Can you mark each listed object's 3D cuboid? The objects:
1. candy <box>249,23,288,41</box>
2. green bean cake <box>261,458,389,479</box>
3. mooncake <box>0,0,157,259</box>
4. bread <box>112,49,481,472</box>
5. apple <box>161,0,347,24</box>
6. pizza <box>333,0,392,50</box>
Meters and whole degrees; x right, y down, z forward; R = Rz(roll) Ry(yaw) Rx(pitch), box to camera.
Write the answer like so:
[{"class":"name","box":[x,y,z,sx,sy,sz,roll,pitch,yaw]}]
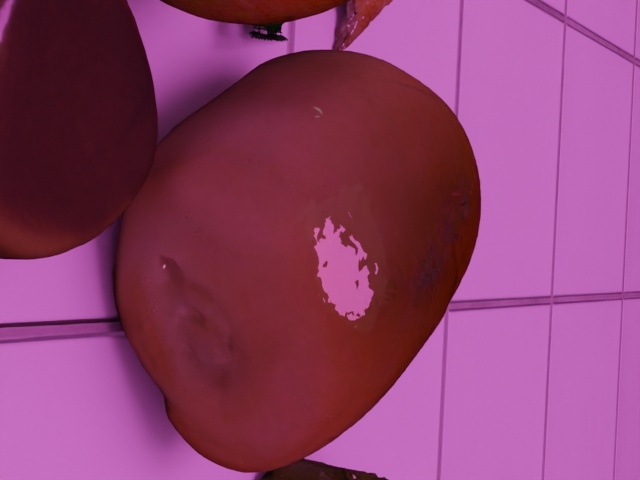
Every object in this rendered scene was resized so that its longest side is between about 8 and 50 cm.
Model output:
[{"class":"candy","box":[-0.041,-0.303,1.321,0.141,0.078,0.203,-8,103,-65]},{"class":"green bean cake","box":[0.007,0.354,1.433,0.200,0.113,0.214,28,67,-59]},{"class":"mooncake","box":[-0.218,-0.100,0.953,0.235,0.117,0.235,4,90,-65]},{"class":"bread","box":[0.000,0.000,1.243,0.376,0.253,0.348,-45,127,-55]},{"class":"apple","box":[-0.047,-0.346,1.040,0.339,0.339,0.340,-10,101,-62]},{"class":"pizza","box":[0.067,-0.339,1.534,0.262,0.034,0.181,-63,152,-12]}]
